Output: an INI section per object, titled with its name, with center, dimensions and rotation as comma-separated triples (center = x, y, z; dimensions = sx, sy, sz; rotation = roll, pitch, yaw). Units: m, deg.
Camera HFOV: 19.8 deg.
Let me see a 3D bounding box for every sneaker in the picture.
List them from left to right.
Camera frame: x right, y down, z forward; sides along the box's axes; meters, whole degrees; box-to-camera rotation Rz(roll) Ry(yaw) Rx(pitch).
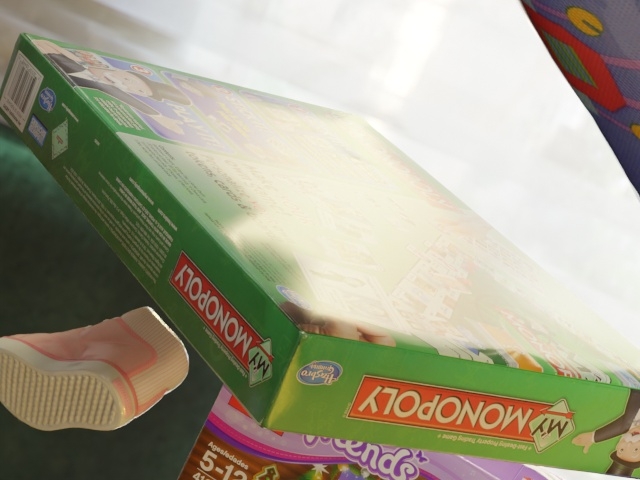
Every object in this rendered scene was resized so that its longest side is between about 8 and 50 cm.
[sneaker]
center = -0.125, 0.068, 1.002
dimensions = 0.070, 0.134, 0.051
rotation = -33, 114, -37

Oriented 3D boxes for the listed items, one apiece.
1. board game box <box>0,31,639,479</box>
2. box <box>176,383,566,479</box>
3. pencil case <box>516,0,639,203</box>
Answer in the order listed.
[board game box]
center = 0.000, 0.000, 0.854
dimensions = 0.214, 0.317, 0.046
rotation = 12, 109, -34
[box]
center = 0.047, 0.202, 1.105
dimensions = 0.201, 0.293, 0.057
rotation = -64, 168, 19
[pencil case]
center = 0.116, -0.091, 0.501
dimensions = 0.133, 0.119, 0.306
rotation = -36, 132, 4
